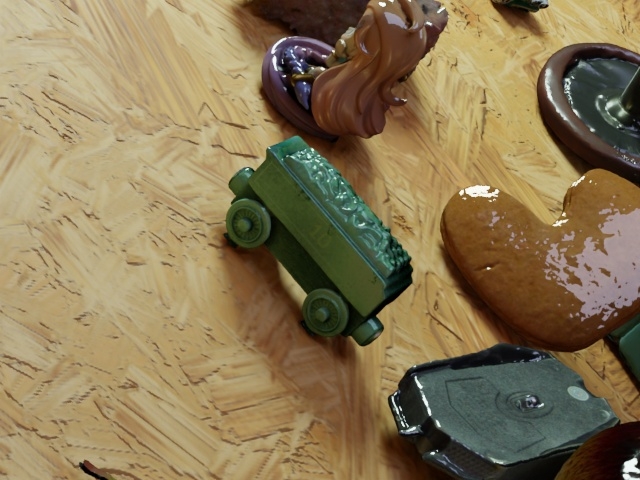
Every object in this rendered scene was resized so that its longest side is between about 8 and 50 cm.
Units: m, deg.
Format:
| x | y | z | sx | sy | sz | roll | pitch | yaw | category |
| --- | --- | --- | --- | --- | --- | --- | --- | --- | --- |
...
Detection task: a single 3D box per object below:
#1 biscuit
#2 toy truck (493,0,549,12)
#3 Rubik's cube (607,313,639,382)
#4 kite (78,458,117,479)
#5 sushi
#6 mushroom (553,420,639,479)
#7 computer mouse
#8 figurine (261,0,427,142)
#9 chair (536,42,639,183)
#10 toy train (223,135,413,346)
| x | y | z | sx | sy | sz | roll | pitch | yaw | category |
| --- | --- | --- | --- | --- | --- | --- | --- | --- | --- |
| 0.218 | 0.000 | 1.692 | 0.192 | 0.036 | 0.186 | -33 | 71 | -21 | biscuit |
| 0.231 | -0.289 | 2.193 | 0.083 | 0.044 | 0.039 | 8 | 65 | -45 | toy truck |
| 0.426 | 0.064 | 1.782 | 0.221 | 0.231 | 0.224 | 2 | 51 | -49 | Rubik's cube |
| -0.044 | 0.242 | 1.182 | 0.285 | 0.015 | 0.152 | 37 | 27 | -17 | kite |
| 0.020 | -0.263 | 1.837 | 0.241 | 0.107 | 0.161 | 25 | 30 | -29 | sushi |
| 0.273 | 0.267 | 1.382 | 0.278 | 0.163 | 0.297 | 42 | 33 | -3 | mushroom |
| 0.141 | 0.151 | 1.477 | 0.231 | 0.071 | 0.126 | -9 | 44 | -45 | computer mouse |
| 0.037 | -0.150 | 1.676 | 0.126 | 0.157 | 0.114 | -8 | 78 | -61 | figurine |
| 0.382 | -0.215 | 1.996 | 0.227 | 0.401 | 0.226 | 14 | 43 | -13 | chair |
| 0.000 | 0.000 | 1.465 | 0.172 | 0.099 | 0.070 | 49 | 30 | 8 | toy train |
